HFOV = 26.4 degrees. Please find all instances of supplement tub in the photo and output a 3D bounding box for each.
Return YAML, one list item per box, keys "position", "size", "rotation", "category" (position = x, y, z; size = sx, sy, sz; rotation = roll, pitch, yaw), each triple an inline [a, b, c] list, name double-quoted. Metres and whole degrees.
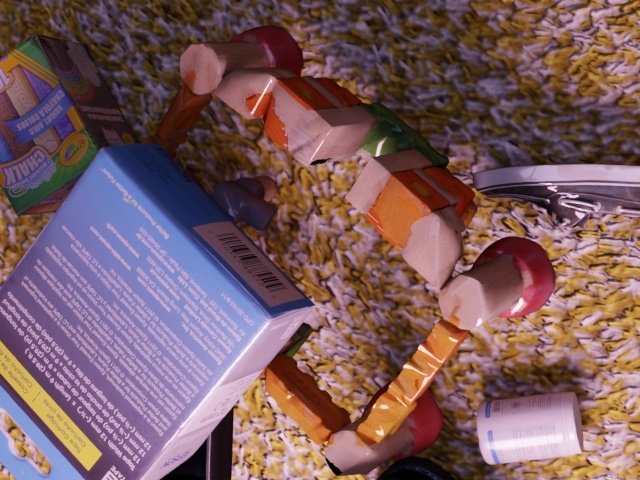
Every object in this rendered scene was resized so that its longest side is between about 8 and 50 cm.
- position: [0.229, 0.205, 1.490]
  size: [0.107, 0.071, 0.071]
  rotation: [-8, 91, 16]
  category: "supplement tub"

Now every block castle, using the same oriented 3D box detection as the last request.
- position: [0.000, 0.000, 1.475]
  size: [0.453, 0.213, 0.303]
  rotation: [42, 115, 16]
  category: "block castle"

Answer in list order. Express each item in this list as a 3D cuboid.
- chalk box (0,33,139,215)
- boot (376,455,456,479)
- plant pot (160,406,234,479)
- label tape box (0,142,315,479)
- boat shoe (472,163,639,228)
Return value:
- position: [-0.302, -0.112, 1.586]
  size: [0.132, 0.132, 0.213]
  rotation: [-30, 84, 15]
  category: "chalk box"
- position: [0.159, 0.371, 1.421]
  size: [0.348, 0.260, 0.131]
  rotation: [30, 101, 12]
  category: "boot"
- position: [-0.187, 0.228, 1.558]
  size: [0.188, 0.167, 0.187]
  rotation: [3, 94, 15]
  category: "plant pot"
- position: [-0.209, 0.109, 1.410]
  size: [0.249, 0.115, 0.348]
  rotation: [45, 113, 14]
  category: "label tape box"
- position: [0.271, -0.047, 1.458]
  size: [0.219, 0.078, 0.070]
  rotation: [1, 93, 14]
  category: "boat shoe"
